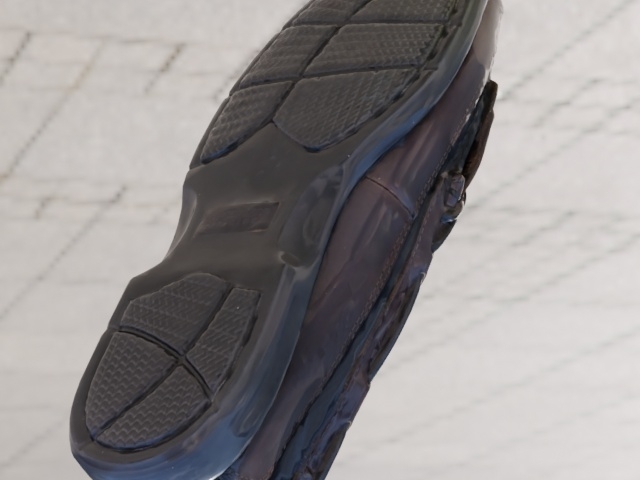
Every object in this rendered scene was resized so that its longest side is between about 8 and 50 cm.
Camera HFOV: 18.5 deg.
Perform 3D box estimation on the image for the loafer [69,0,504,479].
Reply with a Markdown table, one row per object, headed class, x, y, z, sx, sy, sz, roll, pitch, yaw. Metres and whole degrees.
| class | x | y | z | sx | sy | sz | roll | pitch | yaw |
| --- | --- | --- | --- | --- | --- | --- | --- | --- | --- |
| loafer | 0.000 | 0.000 | 0.811 | 0.109 | 0.302 | 0.095 | 1 | 138 | 37 |
